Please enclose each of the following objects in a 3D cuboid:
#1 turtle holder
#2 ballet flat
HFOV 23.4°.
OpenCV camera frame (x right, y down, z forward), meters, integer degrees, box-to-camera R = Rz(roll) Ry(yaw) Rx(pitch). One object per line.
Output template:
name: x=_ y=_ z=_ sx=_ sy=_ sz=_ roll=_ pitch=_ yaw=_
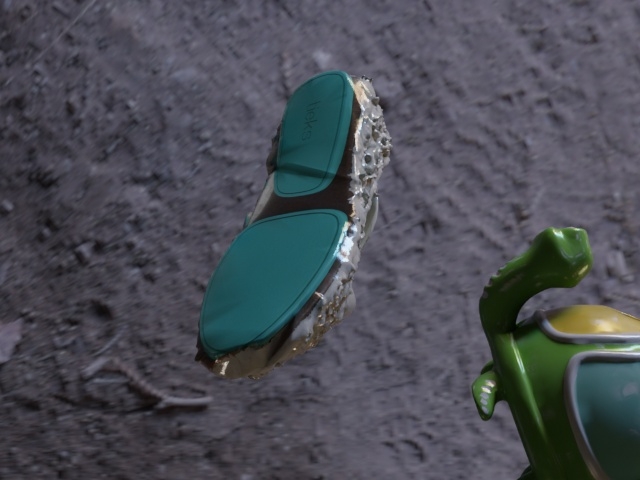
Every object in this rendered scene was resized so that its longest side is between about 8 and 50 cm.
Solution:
turtle holder: x=0.303 y=0.167 z=1.787 sx=0.227 sy=0.243 sz=0.320 roll=-21 pitch=64 yaw=10
ballet flat: x=0.000 y=0.000 z=1.492 sx=0.147 sy=0.147 sz=0.409 roll=32 pitch=47 yaw=-13
